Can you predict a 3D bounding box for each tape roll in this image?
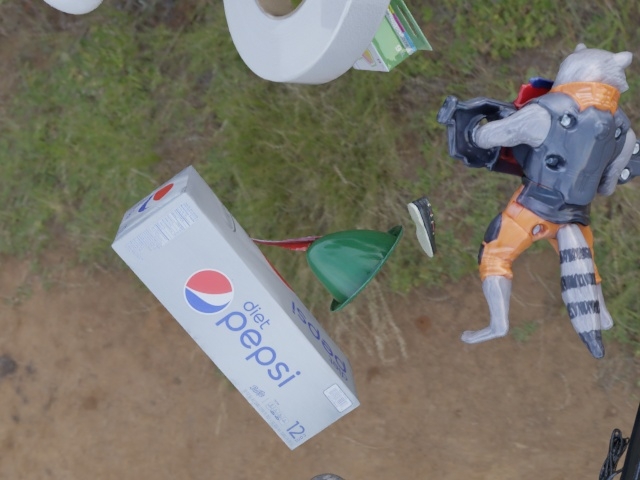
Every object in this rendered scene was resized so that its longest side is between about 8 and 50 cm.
[{"bbox_3d":[-0.024,-0.425,1.353,0.392,0.072,0.392,3,94,56],"label":"tape roll"}]

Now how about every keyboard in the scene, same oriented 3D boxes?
[{"bbox_3d":[0.391,0.276,1.120,0.033,0.201,0.317,28,62,-1],"label":"keyboard"}]

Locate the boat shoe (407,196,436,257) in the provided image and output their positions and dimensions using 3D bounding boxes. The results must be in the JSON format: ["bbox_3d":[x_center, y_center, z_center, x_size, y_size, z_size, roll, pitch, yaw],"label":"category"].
[{"bbox_3d":[0.210,-0.025,1.810,0.042,0.133,0.049,-29,32,-15],"label":"boat shoe"}]

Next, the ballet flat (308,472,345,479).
[{"bbox_3d":[0.039,0.368,0.980,0.084,0.058,0.250,-23,86,-9],"label":"ballet flat"}]

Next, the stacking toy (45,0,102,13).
[{"bbox_3d":[-0.419,-0.545,1.262,0.350,0.350,0.480,-13,108,32],"label":"stacking toy"}]

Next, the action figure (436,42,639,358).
[{"bbox_3d":[0.304,-0.051,1.024,0.178,0.341,0.330,-153,66,-69],"label":"action figure"}]

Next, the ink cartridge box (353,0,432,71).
[{"bbox_3d":[0.085,-0.330,1.458,0.062,0.109,0.209,-38,21,-8],"label":"ink cartridge box"}]

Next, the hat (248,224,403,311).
[{"bbox_3d":[0.000,0.000,1.490,0.183,0.173,0.208,40,107,-6],"label":"hat"}]

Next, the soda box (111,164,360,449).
[{"bbox_3d":[-0.079,0.069,0.928,0.091,0.286,0.098,-35,18,8],"label":"soda box"}]
